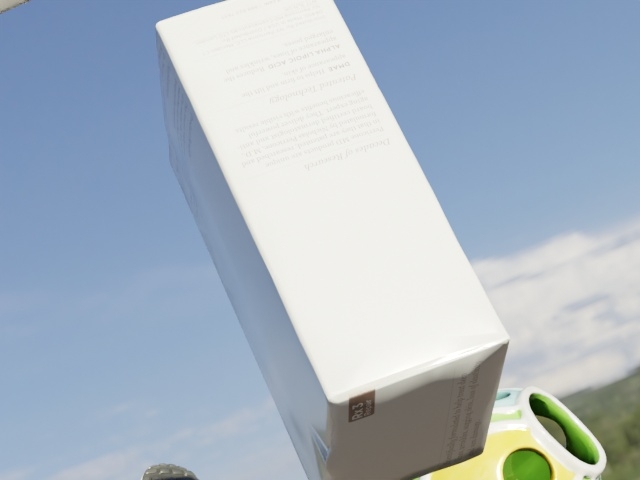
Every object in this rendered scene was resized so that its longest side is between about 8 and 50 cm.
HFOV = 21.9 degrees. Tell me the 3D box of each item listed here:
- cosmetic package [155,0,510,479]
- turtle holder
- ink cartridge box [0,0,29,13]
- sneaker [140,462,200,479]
[{"bbox_3d":[0.000,0.000,1.366,0.156,0.385,0.217,-20,-27,-13],"label":"cosmetic package"},{"bbox_3d":[0.161,0.267,1.698,0.227,0.243,0.320,-47,-30,16],"label":"turtle holder"},{"bbox_3d":[-0.223,-0.252,1.206,0.231,0.078,0.134,-23,-48,7],"label":"ink cartridge box"},{"bbox_3d":[-0.183,0.410,1.991,0.107,0.283,0.124,6,-40,-29],"label":"sneaker"}]
